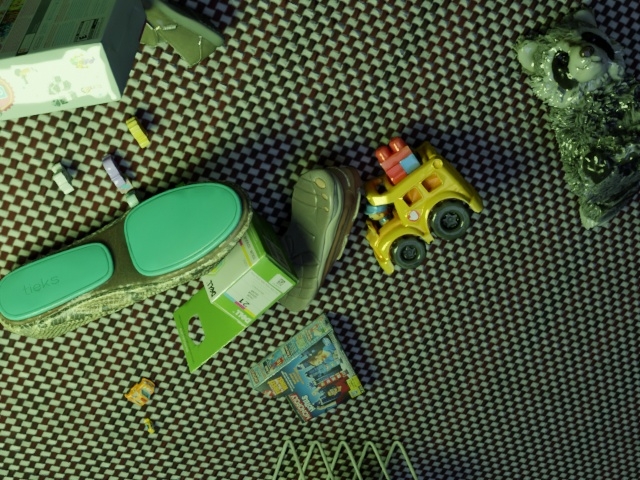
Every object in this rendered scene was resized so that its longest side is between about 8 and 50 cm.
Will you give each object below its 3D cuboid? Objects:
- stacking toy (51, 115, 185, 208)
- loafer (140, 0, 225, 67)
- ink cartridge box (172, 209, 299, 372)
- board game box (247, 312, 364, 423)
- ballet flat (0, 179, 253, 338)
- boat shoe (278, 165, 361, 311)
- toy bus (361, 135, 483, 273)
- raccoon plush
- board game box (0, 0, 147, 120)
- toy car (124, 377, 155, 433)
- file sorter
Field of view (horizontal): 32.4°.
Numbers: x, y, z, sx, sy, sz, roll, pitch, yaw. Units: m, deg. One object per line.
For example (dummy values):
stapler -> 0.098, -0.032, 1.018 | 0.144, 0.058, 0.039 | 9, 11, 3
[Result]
stacking toy -> -0.327, -0.086, 1.862 | 0.167, 0.052, 0.221 | -31, 128, 2
loafer -> -0.263, -0.340, 1.691 | 0.251, 0.094, 0.087 | 27, 105, -32
ink cartridge box -> -0.181, 0.079, 1.936 | 0.255, 0.189, 0.097 | -41, 127, 10
board game box -> -0.036, 0.267, 2.194 | 0.194, 0.060, 0.194 | -26, 127, -1
ballet flat -> -0.313, 0.040, 1.861 | 0.482, 0.164, 0.182 | -24, 156, 10
boat shoe -> 0.000, 0.000, 1.995 | 0.116, 0.123, 0.324 | -24, 148, -42
toy bus -> 0.150, -0.080, 1.993 | 0.220, 0.149, 0.211 | -37, 113, 9
raccoon plush -> 0.462, -0.212, 2.034 | 0.216, 0.299, 0.446 | -26, 161, -21
board game box -> -0.415, -0.270, 1.550 | 0.303, 0.224, 0.098 | -8, 128, 10
toy car -> -0.331, 0.324, 2.136 | 0.060, 0.040, 0.122 | -27, 126, -1
file sorter -> 0.047, 0.535, 2.329 | 0.277, 0.173, 0.193 | 5, 121, -22
